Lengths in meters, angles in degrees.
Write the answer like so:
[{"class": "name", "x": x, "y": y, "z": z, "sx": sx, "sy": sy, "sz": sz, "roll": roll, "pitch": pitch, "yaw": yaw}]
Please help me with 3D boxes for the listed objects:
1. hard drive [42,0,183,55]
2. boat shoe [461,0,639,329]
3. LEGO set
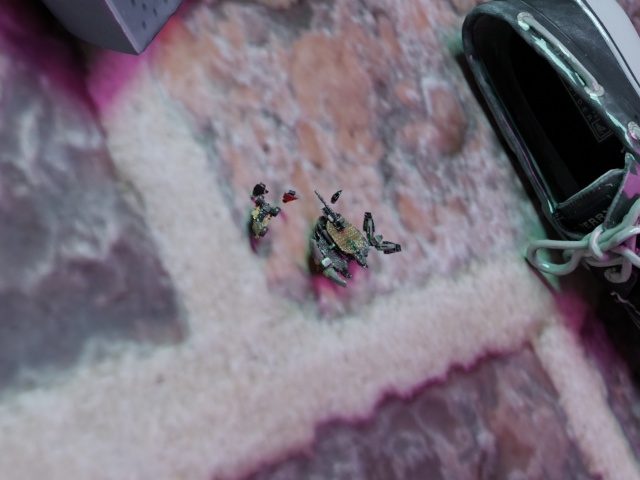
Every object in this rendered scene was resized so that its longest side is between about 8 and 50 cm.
[{"class": "hard drive", "x": -0.116, "y": -0.224, "z": 0.580, "sx": 0.254, "sy": 0.054, "sz": 0.172, "roll": 66, "pitch": 34, "yaw": -32}, {"class": "boat shoe", "x": 0.183, "y": -0.018, "z": 0.786, "sx": 0.105, "sy": 0.113, "sz": 0.306, "roll": -17, "pitch": 78, "yaw": -42}, {"class": "LEGO set", "x": -0.001, "y": -0.002, "z": 0.664, "sx": 0.083, "sy": 0.023, "sz": 0.054, "roll": 30, "pitch": 47, "yaw": -14}]
